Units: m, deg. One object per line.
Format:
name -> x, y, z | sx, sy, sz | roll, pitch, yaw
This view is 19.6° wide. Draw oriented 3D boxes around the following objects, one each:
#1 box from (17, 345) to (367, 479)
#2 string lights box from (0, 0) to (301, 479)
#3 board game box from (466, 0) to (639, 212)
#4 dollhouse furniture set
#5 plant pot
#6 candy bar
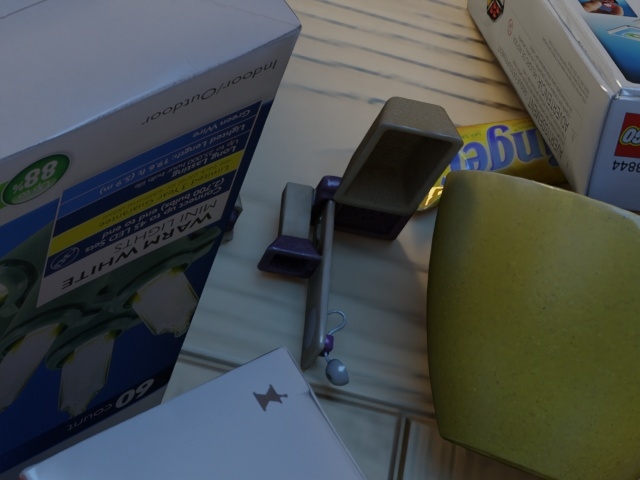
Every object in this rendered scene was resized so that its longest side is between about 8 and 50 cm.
box -> -0.033, 0.136, 0.570 | 0.091, 0.170, 0.130 | -24, 69, -26
string lights box -> -0.105, 0.005, 0.572 | 0.133, 0.260, 0.077 | -27, 70, -26
board game box -> 0.230, -0.066, 0.779 | 0.305, 0.053, 0.193 | 6, 28, -13
dollhouse furniture set -> 0.000, 0.000, 0.694 | 0.091, 0.114, 0.081 | 11, 63, -12
plant pot -> 0.094, 0.042, 0.698 | 0.134, 0.134, 0.095 | 21, 84, -3
candy bar -> 0.104, -0.042, 0.802 | 0.161, 0.018, 0.040 | -10, 64, -20
